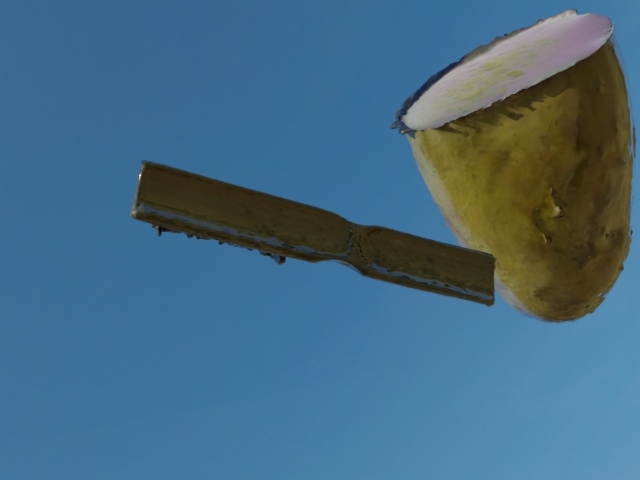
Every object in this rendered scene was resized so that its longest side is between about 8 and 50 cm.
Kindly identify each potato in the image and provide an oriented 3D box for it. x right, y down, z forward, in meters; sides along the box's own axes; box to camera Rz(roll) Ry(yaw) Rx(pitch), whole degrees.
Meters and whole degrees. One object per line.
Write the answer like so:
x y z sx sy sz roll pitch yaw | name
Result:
0.208 -0.050 0.898 0.229 0.229 0.266 -30 -67 -14 | potato

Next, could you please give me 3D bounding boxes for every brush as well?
0.000 0.000 0.614 0.248 0.036 0.043 14 -108 -15 | brush
